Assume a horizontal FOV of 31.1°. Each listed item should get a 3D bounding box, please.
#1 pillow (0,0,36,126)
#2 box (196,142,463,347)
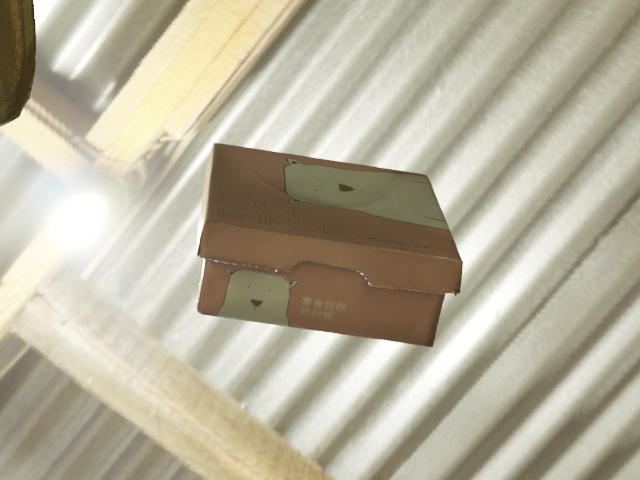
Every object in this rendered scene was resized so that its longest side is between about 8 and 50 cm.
[{"bbox_3d":[-0.177,-0.146,0.499,0.130,0.217,0.033,12,-34,-27],"label":"pillow"},{"bbox_3d":[0.000,0.000,1.006,0.215,0.215,0.086,8,-68,-7],"label":"box"}]
